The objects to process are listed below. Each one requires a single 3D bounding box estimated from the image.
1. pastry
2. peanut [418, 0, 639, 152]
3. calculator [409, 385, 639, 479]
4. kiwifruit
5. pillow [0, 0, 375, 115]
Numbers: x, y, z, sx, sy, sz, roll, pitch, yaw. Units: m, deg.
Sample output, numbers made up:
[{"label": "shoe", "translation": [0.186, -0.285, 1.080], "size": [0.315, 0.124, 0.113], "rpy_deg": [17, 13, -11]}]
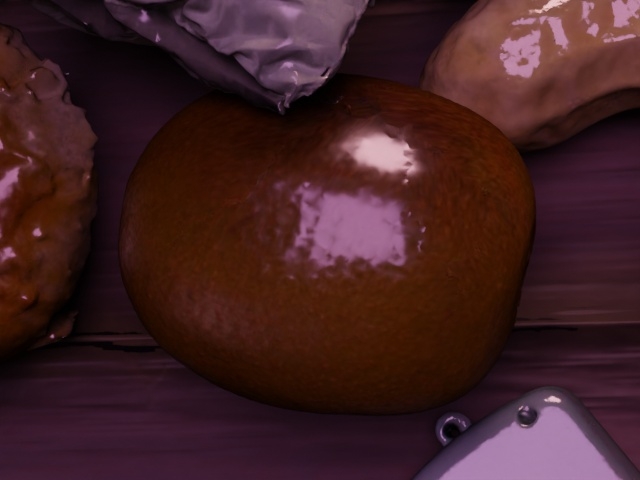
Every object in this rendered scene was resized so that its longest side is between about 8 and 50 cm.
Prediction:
[{"label": "pastry", "translation": [-0.259, -0.026, 0.777], "size": [0.257, 0.121, 0.235], "rpy_deg": [-15, 97, -12]}, {"label": "peanut", "translation": [0.194, -0.118, 0.780], "size": [0.275, 0.111, 0.125], "rpy_deg": [-16, 51, 5]}, {"label": "calculator", "translation": [0.145, 0.195, 0.732], "size": [0.141, 0.045, 0.246], "rpy_deg": [-38, 74, -4]}, {"label": "kiwifruit", "translation": [0.000, 0.000, 0.730], "size": [0.234, 0.196, 0.196], "rpy_deg": [10, 76, 16]}, {"label": "pillow", "translation": [-0.050, -0.228, 0.720], "size": [0.283, 0.138, 0.310], "rpy_deg": [18, 75, 23]}]
